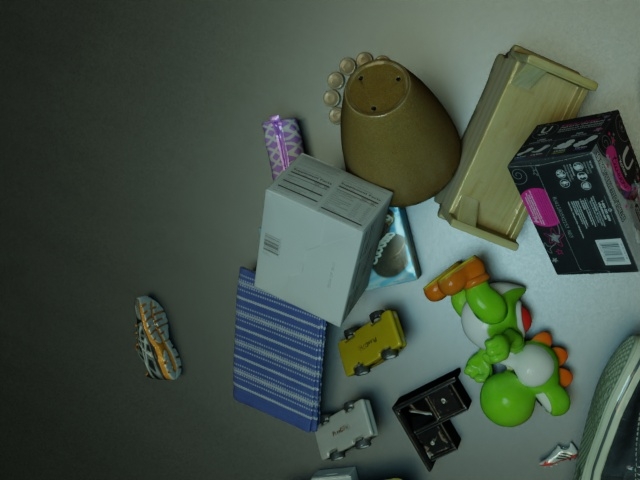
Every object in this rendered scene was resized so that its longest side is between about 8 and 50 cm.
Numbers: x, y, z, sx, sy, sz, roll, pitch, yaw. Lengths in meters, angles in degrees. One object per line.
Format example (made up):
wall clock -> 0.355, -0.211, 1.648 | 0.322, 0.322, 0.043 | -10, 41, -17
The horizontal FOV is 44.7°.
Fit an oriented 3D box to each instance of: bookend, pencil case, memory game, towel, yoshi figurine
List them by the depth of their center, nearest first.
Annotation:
yoshi figurine -> 0.338, 0.223, 1.549 | 0.203, 0.203, 0.362 | -40, 86, 35
memory game -> 0.095, -0.304, 1.643 | 0.186, 0.012, 0.186 | 3, 99, 19
bookend -> 0.261, 0.379, 1.647 | 0.156, 0.072, 0.157 | -30, 87, 20
pencil case -> -0.071, -0.164, 1.679 | 0.086, 0.088, 0.206 | -12, 92, 18
towel -> -0.091, 0.243, 1.728 | 0.243, 0.040, 0.336 | 16, 110, 31

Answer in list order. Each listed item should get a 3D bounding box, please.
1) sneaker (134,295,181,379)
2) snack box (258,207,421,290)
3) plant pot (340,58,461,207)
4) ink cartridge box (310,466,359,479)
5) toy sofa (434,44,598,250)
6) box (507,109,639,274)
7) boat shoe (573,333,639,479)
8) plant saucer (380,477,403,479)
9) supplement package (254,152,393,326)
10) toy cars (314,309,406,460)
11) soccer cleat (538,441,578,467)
sneaker -> -0.406, 0.237, 1.854 | 0.083, 0.084, 0.215 | -15, 93, 25
snack box -> 0.040, 0.024, 1.680 | 0.321, 0.060, 0.187 | -14, 93, 20
plant pot -> 0.130, -0.218, 1.459 | 0.237, 0.254, 0.237 | -6, 68, 15
ink cartridge box -> 0.044, 0.587, 1.758 | 0.099, 0.056, 0.135 | -11, 95, 19
toy sofa -> 0.367, -0.180, 1.512 | 0.150, 0.177, 0.363 | 20, 104, -10
box -> 0.466, -0.079, 1.357 | 0.163, 0.142, 0.247 | -6, 125, 45
boat shoe -> 0.583, 0.415, 1.488 | 0.155, 0.187, 0.501 | 11, 107, 16
plant saucer -> 0.081, 0.697, 1.703 | 0.332, 0.081, 0.333 | -16, 109, 20
supplement package -> 0.000, 0.000, 1.525 | 0.204, 0.145, 0.262 | 25, 134, 14
toy cars -> 0.099, 0.317, 1.684 | 0.176, 0.087, 0.394 | 33, 112, 49
soccer cleat -> 0.487, 0.441, 1.603 | 0.083, 0.029, 0.036 | -23, 81, 17
